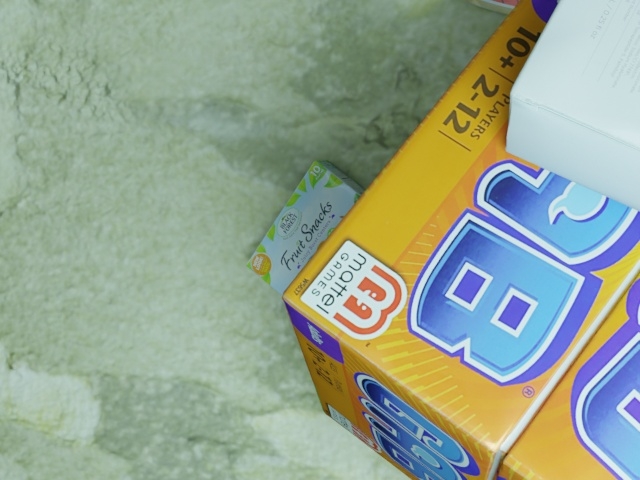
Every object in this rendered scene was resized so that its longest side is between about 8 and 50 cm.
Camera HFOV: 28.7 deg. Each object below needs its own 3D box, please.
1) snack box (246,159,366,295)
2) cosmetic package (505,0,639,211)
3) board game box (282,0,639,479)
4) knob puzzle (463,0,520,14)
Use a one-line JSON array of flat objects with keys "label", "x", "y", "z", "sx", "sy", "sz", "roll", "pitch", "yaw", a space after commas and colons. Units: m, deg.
[{"label": "snack box", "x": 0.000, "y": 0.000, "z": 1.316, "sx": 0.100, "sy": 0.037, "sz": 0.141, "roll": 39, "pitch": 108, "yaw": 16}, {"label": "cosmetic package", "x": 0.330, "y": -0.170, "z": 0.817, "sx": 0.284, "sy": 0.097, "sz": 0.377, "roll": 26, "pitch": 74, "yaw": 16}, {"label": "board game box", "x": 0.232, "y": 0.062, "z": 0.982, "sx": 0.356, "sy": 0.356, "sz": 0.356, "roll": 35, "pitch": 76, "yaw": 16}, {"label": "knob puzzle", "x": 0.170, "y": -0.314, "z": 1.217, "sx": 0.213, "sy": 0.030, "sz": 0.213, "roll": 2, "pitch": 96, "yaw": 22}]
